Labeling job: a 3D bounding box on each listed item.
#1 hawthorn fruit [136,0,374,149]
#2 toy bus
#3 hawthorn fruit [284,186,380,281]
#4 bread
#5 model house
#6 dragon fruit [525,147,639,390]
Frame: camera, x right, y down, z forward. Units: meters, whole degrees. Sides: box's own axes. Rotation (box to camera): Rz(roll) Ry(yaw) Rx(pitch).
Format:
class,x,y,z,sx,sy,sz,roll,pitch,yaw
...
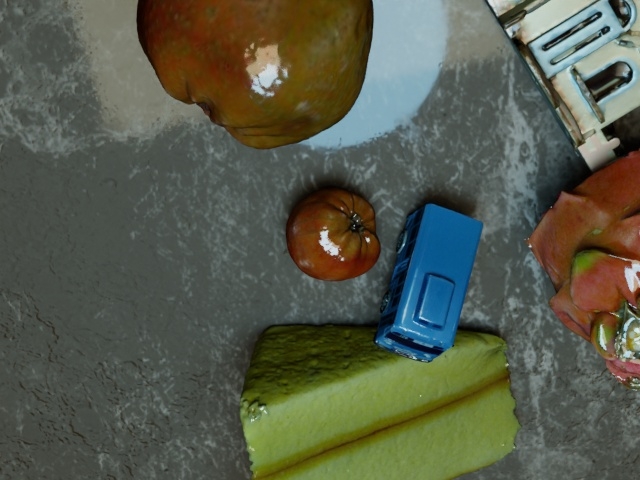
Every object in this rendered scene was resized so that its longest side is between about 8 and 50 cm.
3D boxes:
class,x,y,z,sx,sy,sz,roll,pitch,yaw
hawthorn fruit,-0.054,-0.262,1.334,0.277,0.277,0.298,31,91,-13
toy bus,0.138,0.055,1.509,0.090,0.106,0.185,19,73,-11
hawthorn fruit,0.009,-0.001,1.515,0.140,0.125,0.125,-29,111,9
bread,0.093,0.248,1.564,0.361,0.245,0.233,-4,112,4
model house,0.343,-0.262,1.388,0.244,0.169,0.326,-32,109,9
dragon fruit,0.425,0.043,1.433,0.305,0.226,0.305,-13,144,-10
